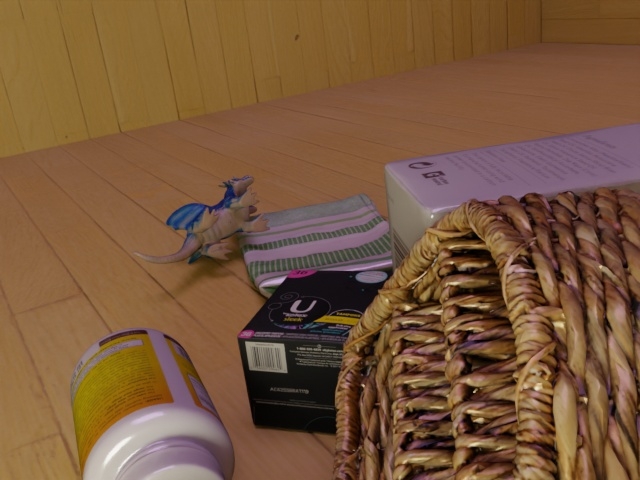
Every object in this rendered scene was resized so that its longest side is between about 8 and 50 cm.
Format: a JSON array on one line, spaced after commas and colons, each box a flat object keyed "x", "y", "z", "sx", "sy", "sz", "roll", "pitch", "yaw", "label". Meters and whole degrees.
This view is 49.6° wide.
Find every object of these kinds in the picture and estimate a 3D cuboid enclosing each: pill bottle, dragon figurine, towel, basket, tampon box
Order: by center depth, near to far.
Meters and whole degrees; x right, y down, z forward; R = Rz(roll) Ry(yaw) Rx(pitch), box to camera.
[{"x": 0.096, "y": 0.113, "z": 0.406, "sx": 0.223, "sy": 0.213, "sz": 0.299, "roll": -3, "pitch": 44, "yaw": 11, "label": "basket"}, {"x": -0.144, "y": 0.165, "z": 0.586, "sx": 0.117, "sy": 0.117, "sz": 0.215, "roll": -15, "pitch": 22, "yaw": -19, "label": "pill bottle"}, {"x": 0.006, "y": 0.106, "z": 0.711, "sx": 0.120, "sy": 0.101, "sz": 0.161, "roll": 0, "pitch": 22, "yaw": 18, "label": "tampon box"}, {"x": 0.000, "y": 0.000, "z": 1.078, "sx": 0.248, "sy": 0.038, "sz": 0.325, "roll": -11, "pitch": 21, "yaw": -8, "label": "towel"}, {"x": -0.181, "y": -0.018, "z": 1.086, "sx": 0.144, "sy": 0.085, "sz": 0.289, "roll": -6, "pitch": 26, "yaw": 49, "label": "dragon figurine"}]

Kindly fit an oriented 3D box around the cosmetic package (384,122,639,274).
[{"x": 0.305, "y": 0.016, "z": 0.673, "sx": 0.453, "sy": 0.230, "sz": 0.161, "roll": -10, "pitch": 22, "yaw": -5, "label": "cosmetic package"}]
